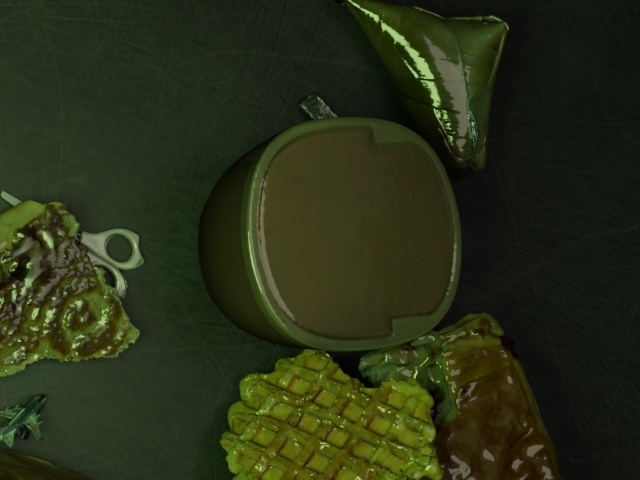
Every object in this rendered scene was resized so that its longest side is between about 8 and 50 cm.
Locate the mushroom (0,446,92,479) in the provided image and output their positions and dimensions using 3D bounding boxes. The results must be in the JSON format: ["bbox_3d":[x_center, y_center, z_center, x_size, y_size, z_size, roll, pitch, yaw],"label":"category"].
[{"bbox_3d":[-0.243,0.370,1.188,0.397,0.314,0.224,26,76,-30],"label":"mushroom"}]

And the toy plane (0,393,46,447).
[{"bbox_3d":[-0.338,0.203,1.284,0.083,0.079,0.031,-44,149,-53],"label":"toy plane"}]

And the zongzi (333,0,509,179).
[{"bbox_3d":[0.126,-0.213,1.551,0.256,0.115,0.228,11,83,-21],"label":"zongzi"}]

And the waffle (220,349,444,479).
[{"bbox_3d":[0.013,0.236,1.358,0.291,0.291,0.051,-43,142,-26],"label":"waffle"}]

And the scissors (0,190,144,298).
[{"bbox_3d":[-0.299,-0.003,1.347,0.189,0.015,0.100,35,68,-19],"label":"scissors"}]

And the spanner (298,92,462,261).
[{"bbox_3d":[0.087,-0.081,1.561,0.325,0.026,0.093,44,67,-16],"label":"spanner"}]

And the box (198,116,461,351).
[{"bbox_3d":[0.000,0.000,1.396,0.301,0.216,0.301,3,83,-26],"label":"box"}]

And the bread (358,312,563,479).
[{"bbox_3d":[0.150,0.309,1.461,0.314,0.191,0.370,-20,79,-23],"label":"bread"}]

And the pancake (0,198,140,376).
[{"bbox_3d":[-0.330,0.089,1.300,0.244,0.057,0.266,29,78,-29],"label":"pancake"}]
